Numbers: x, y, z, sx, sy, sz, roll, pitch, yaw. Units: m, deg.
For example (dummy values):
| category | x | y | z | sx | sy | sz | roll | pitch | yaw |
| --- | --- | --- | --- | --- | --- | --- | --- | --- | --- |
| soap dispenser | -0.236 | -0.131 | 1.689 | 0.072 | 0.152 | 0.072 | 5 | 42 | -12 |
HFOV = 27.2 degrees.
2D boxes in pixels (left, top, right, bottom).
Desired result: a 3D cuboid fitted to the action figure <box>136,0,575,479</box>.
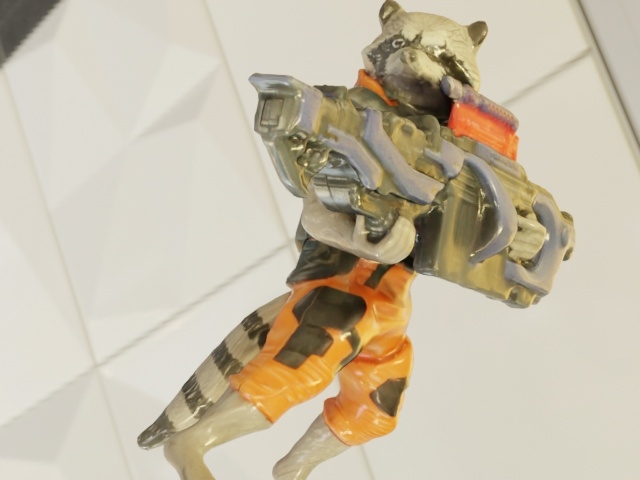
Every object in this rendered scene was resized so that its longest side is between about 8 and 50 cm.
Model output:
| category | x | y | z | sx | sy | sz | roll | pitch | yaw |
| --- | --- | --- | --- | --- | --- | --- | --- | --- | --- |
| action figure | 0.000 | 0.000 | 0.795 | 0.178 | 0.330 | 0.341 | 21 | 172 | 37 |
